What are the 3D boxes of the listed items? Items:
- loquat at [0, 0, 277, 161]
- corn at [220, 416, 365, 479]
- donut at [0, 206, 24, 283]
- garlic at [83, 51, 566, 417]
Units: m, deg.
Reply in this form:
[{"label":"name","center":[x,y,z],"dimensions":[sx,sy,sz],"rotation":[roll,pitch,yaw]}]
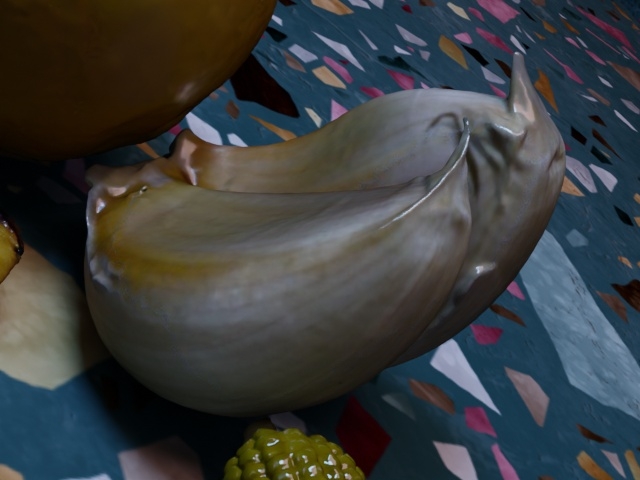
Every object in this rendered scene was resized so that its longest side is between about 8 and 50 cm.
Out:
[{"label":"loquat","center":[-0.180,-0.211,0.936],"dimensions":[0.328,0.328,0.328],"rotation":[30,27,-17]},{"label":"corn","center":[0.011,0.210,0.764],"dimensions":[0.097,0.097,0.262],"rotation":[12,39,-43]},{"label":"donut","center":[-0.254,-0.004,0.809],"dimensions":[0.140,0.059,0.140],"rotation":[31,27,-17]},{"label":"garlic","center":[0.000,0.000,0.905],"dimensions":[0.286,0.313,0.249],"rotation":[29,64,-66]}]
